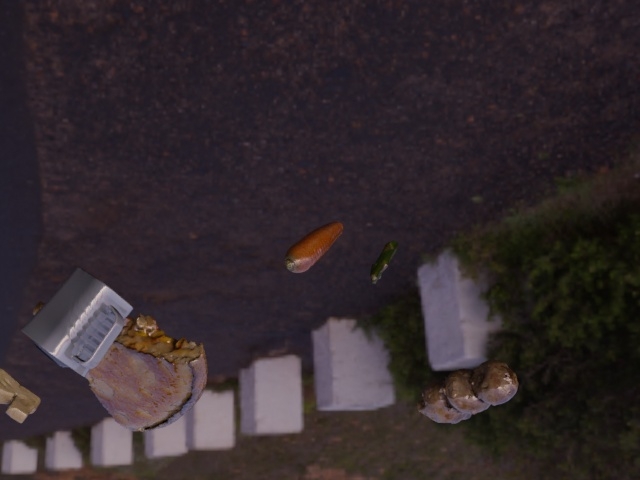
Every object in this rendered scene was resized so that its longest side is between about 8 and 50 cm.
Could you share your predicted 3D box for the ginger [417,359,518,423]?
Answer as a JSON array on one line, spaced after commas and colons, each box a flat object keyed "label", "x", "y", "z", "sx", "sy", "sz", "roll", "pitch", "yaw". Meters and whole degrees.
[{"label": "ginger", "x": 0.257, "y": 0.262, "z": 1.505, "sx": 0.104, "sy": 0.080, "sz": 0.204, "roll": 22, "pitch": 145, "yaw": -20}]

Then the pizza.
[{"label": "pizza", "x": -0.433, "y": 0.233, "z": 1.891, "sx": 0.406, "sy": 0.130, "sz": 0.440, "roll": 39, "pitch": 139, "yaw": -3}]

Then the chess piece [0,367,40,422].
[{"label": "chess piece", "x": -0.698, "y": 0.313, "z": 1.863, "sx": 0.200, "sy": 0.090, "sz": 0.090, "roll": 37, "pitch": 153, "yaw": -13}]

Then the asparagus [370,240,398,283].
[{"label": "asparagus", "x": 0.111, "y": 0.041, "z": 1.571, "sx": 0.025, "sy": 0.108, "sz": 0.021, "roll": 40, "pitch": 142, "yaw": -8}]

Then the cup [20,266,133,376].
[{"label": "cup", "x": -0.337, "y": 0.122, "z": 1.234, "sx": 0.128, "sy": 0.129, "sz": 0.095, "roll": 24, "pitch": 162, "yaw": 40}]

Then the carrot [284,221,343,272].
[{"label": "carrot", "x": 0.001, "y": 0.000, "z": 1.850, "sx": 0.062, "sy": 0.066, "sz": 0.271, "roll": 10, "pitch": -152, "yaw": 25}]
